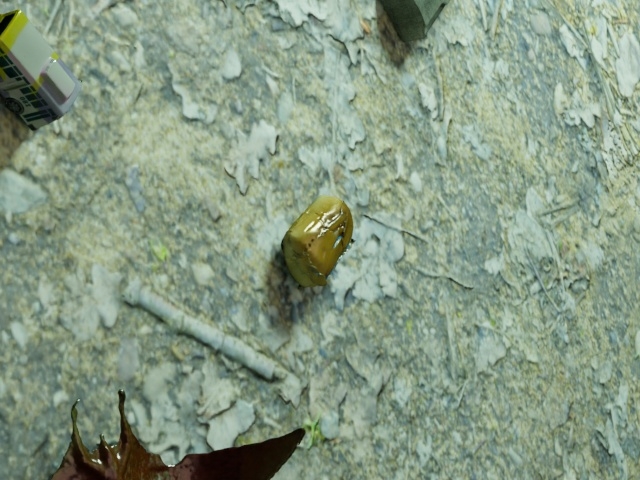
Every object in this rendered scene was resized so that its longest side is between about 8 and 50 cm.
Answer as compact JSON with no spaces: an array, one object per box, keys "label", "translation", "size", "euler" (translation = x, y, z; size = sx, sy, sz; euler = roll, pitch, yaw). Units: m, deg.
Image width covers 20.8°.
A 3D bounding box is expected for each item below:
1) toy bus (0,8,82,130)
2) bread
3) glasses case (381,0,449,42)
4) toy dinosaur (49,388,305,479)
[{"label":"toy bus","translation":[-0.260,-0.151,1.542],"size":[0.102,0.058,0.052],"euler":[52,45,-31]},{"label":"bread","translation":[0.000,0.000,1.850],"size":[0.106,0.053,0.072],"euler":[-53,126,-51]},{"label":"glasses case","translation":[0.139,-0.327,2.113],"size":[0.071,0.047,0.205],"euler":[59,41,-26]},{"label":"toy dinosaur","translation":[-0.165,0.231,1.532],"size":[0.327,0.113,0.206],"euler":[26,62,-45]}]
